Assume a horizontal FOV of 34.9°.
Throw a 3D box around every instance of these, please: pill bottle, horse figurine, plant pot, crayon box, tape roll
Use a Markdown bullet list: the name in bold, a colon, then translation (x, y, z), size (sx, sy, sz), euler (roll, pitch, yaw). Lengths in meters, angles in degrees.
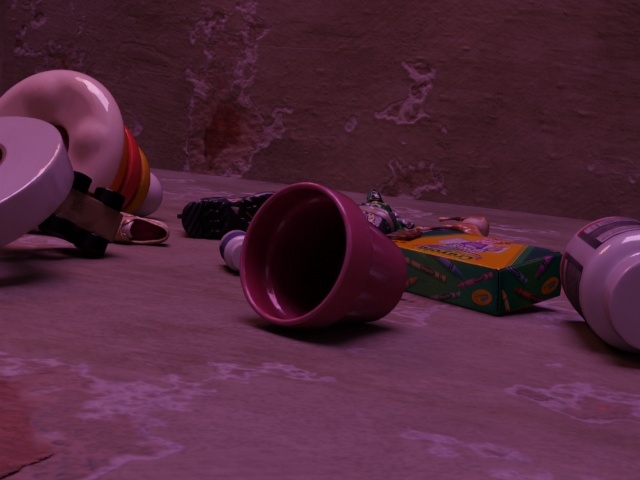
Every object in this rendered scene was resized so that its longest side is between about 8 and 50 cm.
- **pill bottle**: translation (-0.143, 0.021, 1.832), size (0.067, 0.067, 0.120), euler (4, 7, -13)
- **horse figurine**: translation (0.356, -0.024, 2.551), size (0.174, 0.066, 0.263), euler (2, 8, 26)
- **pill bottle**: translation (0.456, 0.065, 1.479), size (0.176, 0.176, 0.318), euler (6, 7, 5)
- **plant pot**: translation (0.019, 0.036, 1.423), size (0.201, 0.201, 0.180), euler (12, -5, 44)
- **crayon box**: translation (0.254, 0.049, 1.758), size (0.165, 0.081, 0.278), euler (-12, 17, -39)
- **tape roll**: translation (-0.585, -0.080, 1.605), size (0.392, 0.072, 0.392), euler (-9, 32, 6)

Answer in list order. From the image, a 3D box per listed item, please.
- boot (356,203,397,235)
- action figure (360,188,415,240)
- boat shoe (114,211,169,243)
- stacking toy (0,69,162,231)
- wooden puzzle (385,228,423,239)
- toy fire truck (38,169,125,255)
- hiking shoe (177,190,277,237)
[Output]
- **boot**: translation (0.001, -0.001, 1.857), size (0.236, 0.085, 0.178), euler (5, 31, 31)
- **action figure**: translation (0.138, -0.020, 1.981), size (0.137, 0.063, 0.232), euler (12, 34, -35)
- **boat shoe**: translation (-0.384, -0.025, 2.038), size (0.170, 0.063, 0.059), euler (4, 2, -16)
- **stacking toy**: translation (-0.504, -0.143, 2.285), size (0.351, 0.350, 0.480), euler (8, -11, 20)
- **wooden puzzle**: translation (0.150, -0.010, 1.827), size (0.049, 0.006, 0.083), euler (5, 14, 35)
- **toy fire truck**: translation (-0.518, -0.049, 1.862), size (0.246, 0.158, 0.217), euler (6, -18, 44)
- **hiking shoe**: translation (-0.163, -0.062, 2.283), size (0.304, 0.113, 0.132), euler (3, 8, -13)
